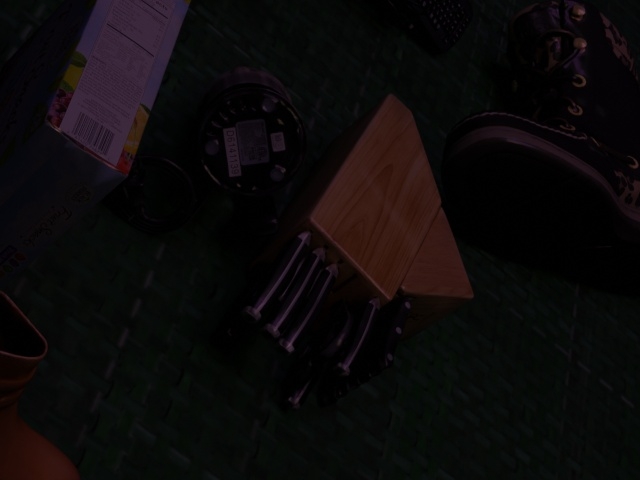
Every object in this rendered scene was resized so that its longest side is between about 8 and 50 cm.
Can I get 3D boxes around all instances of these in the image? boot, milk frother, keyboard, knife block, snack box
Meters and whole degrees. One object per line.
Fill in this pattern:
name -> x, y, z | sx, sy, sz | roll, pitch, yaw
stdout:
boot -> -0.196, 0.095, 0.840 | 0.197, 0.152, 0.073 | 31, 43, -25
milk frother -> -0.090, -0.072, 1.132 | 0.143, 0.129, 0.135 | 9, 11, -7
keyboard -> 0.099, -0.264, 1.450 | 0.100, 0.038, 0.192 | -54, 129, -17
knife block -> 0.000, 0.000, 1.164 | 0.242, 0.088, 0.276 | 8, 56, -42
boot -> 0.240, -0.119, 1.459 | 0.377, 0.138, 0.284 | 20, 49, -39
snack box -> -0.179, -0.086, 0.981 | 0.070, 0.174, 0.207 | 34, 42, -23
